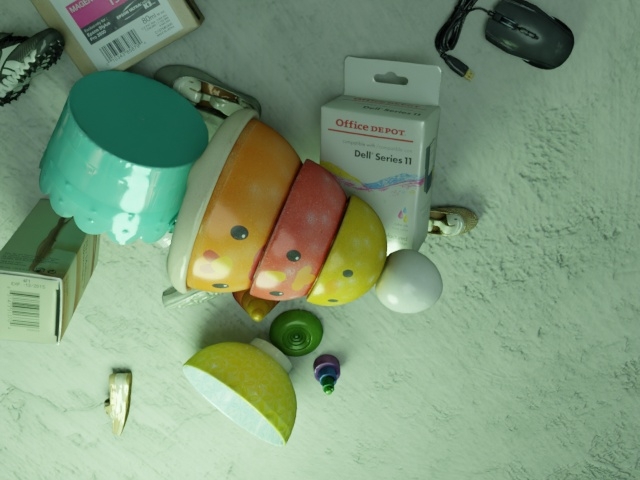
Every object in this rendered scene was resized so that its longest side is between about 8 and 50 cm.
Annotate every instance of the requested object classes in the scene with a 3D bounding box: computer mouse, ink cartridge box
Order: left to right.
[{"bbox_3d":[-0.354,-0.411,1.109,0.235,0.088,0.193,-27,117,10],"label":"ink cartridge box"},{"bbox_3d":[0.109,-0.157,1.217,0.207,0.119,0.353,12,119,21],"label":"ink cartridge box"},{"bbox_3d":[0.351,-0.370,1.202,0.262,0.060,0.184,27,111,-17],"label":"computer mouse"}]

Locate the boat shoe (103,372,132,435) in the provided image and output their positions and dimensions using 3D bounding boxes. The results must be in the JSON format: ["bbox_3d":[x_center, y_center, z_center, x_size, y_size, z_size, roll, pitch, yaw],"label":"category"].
[{"bbox_3d":[-0.492,0.391,1.527,0.059,0.063,0.170,10,106,-7],"label":"boat shoe"}]

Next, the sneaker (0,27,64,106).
[{"bbox_3d":[-0.537,-0.326,1.108,0.234,0.078,0.106,-20,110,41],"label":"sneaker"}]

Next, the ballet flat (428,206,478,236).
[{"bbox_3d":[0.244,-0.035,1.360,0.206,0.067,0.073,3,118,-6],"label":"ballet flat"}]

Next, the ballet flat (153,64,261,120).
[{"bbox_3d":[-0.213,-0.274,1.201,0.213,0.068,0.072,18,114,-13],"label":"ballet flat"}]

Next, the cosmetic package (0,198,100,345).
[{"bbox_3d":[-0.521,0.051,1.216,0.129,0.296,0.153,8,118,-10],"label":"cosmetic package"}]

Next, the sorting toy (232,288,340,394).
[{"bbox_3d":[-0.067,0.225,1.437,0.127,0.126,0.365,-33,114,12],"label":"sorting toy"}]

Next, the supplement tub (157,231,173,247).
[{"bbox_3d":[-0.339,-0.045,1.307,0.071,0.071,0.107,-35,115,13],"label":"supplement tub"}]

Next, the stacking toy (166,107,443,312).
[{"bbox_3d":[0.000,0.000,1.139,0.480,0.350,0.350,21,114,-1],"label":"stacking toy"}]

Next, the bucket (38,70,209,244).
[{"bbox_3d":[-0.340,-0.153,1.123,0.281,0.281,0.183,24,131,-16],"label":"bucket"}]

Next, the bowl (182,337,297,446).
[{"bbox_3d":[-0.154,0.318,1.442,0.289,0.289,0.156,52,60,-24],"label":"bowl"}]

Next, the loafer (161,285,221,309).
[{"bbox_3d":[-0.208,0.045,1.355,0.319,0.112,0.111,-30,79,9],"label":"loafer"}]
